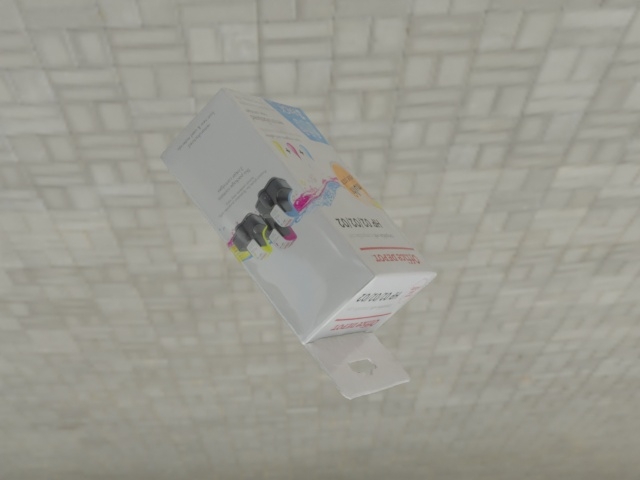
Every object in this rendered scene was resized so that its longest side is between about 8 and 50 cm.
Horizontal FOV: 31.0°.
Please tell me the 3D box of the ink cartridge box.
[{"bbox_3d":[0.000,0.000,0.680,0.061,0.181,0.104,-44,163,18],"label":"ink cartridge box"}]
